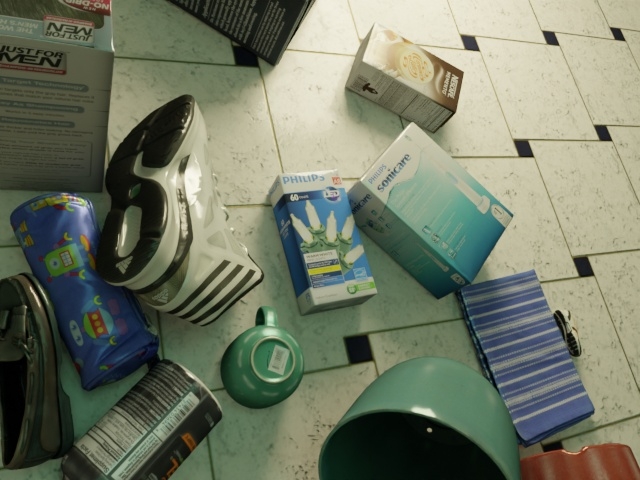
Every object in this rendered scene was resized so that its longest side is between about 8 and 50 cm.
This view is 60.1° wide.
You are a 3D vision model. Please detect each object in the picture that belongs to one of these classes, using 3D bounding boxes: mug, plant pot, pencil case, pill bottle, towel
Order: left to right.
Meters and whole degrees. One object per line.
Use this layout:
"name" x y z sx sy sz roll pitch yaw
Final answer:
"pencil case" -0.352 0.071 0.841 0.133 0.119 0.306 -29 81 -2
"pill bottle" -0.265 0.297 0.778 0.130 0.130 0.246 45 59 0
"mug" -0.098 0.194 0.914 0.129 0.097 0.158 -23 79 -30
"plant pot" 0.174 0.324 0.877 0.293 0.293 0.235 47 30 1
"towel" 0.435 0.235 1.166 0.243 0.040 0.336 -9 72 -28
"plant pot" 0.472 0.504 0.950 0.272 0.272 0.265 7 58 -21

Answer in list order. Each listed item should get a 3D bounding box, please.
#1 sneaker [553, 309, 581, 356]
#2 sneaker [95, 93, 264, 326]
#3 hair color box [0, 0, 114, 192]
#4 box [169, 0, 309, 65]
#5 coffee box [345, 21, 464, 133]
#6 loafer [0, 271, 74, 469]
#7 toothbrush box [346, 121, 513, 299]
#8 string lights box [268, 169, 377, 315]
"sneaker" 0.560 0.204 1.234 0.043 0.040 0.109 -3 70 -27
"sneaker" -0.225 -0.042 0.956 0.257 0.169 0.448 50 25 -41
"hair color box" -0.403 -0.202 0.790 0.185 0.374 0.114 0 68 -24
"box" -0.177 -0.624 1.169 0.395 0.212 0.294 30 60 -10
"coffee box" 0.199 -0.377 1.292 0.246 0.098 0.141 24 61 -13
"loafer" -0.411 0.176 0.761 0.084 0.096 0.268 -6 78 -57
"toothbrush box" 0.217 -0.062 1.148 0.295 0.126 0.216 42 59 -3
"string lights box" 0.000 0.000 1.054 0.133 0.077 0.260 -8 72 -25
